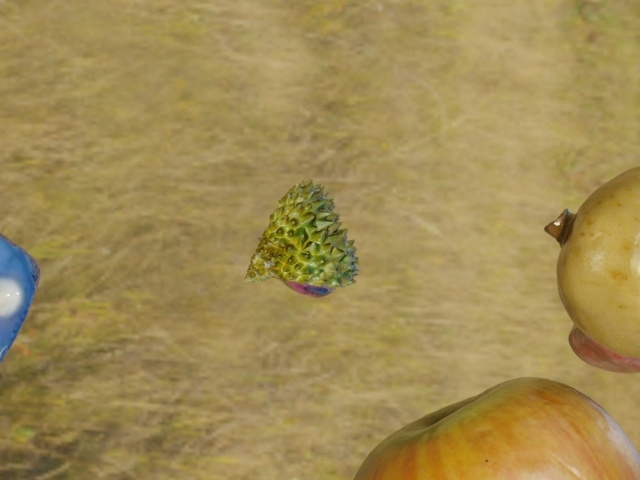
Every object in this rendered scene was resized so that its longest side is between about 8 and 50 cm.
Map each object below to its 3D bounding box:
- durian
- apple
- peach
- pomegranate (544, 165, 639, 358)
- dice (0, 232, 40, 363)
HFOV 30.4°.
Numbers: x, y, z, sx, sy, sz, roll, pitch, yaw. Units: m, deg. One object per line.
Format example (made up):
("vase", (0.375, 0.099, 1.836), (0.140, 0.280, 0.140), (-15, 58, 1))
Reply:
("durian", (0.003, 0.003, 1.342), (0.119, 0.108, 0.186), (-67, 168, 13))
("apple", (0.158, 0.256, 1.040), (0.233, 0.286, 0.286), (63, 15, 5))
("peach", (0.419, 0.114, 1.592), (0.152, 0.152, 0.152), (2, 90, -74))
("pomegranate", (0.304, 0.017, 1.119), (0.196, 0.196, 0.196), (2, 90, -74))
("dice", (-0.328, 0.047, 0.979), (0.143, 0.146, 0.146), (33, 75, -24))
